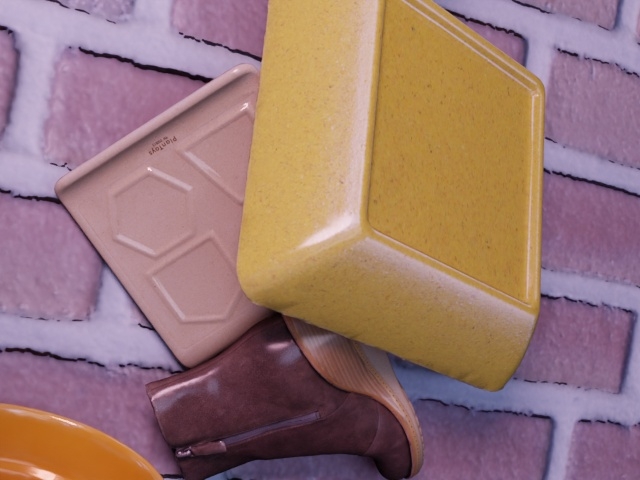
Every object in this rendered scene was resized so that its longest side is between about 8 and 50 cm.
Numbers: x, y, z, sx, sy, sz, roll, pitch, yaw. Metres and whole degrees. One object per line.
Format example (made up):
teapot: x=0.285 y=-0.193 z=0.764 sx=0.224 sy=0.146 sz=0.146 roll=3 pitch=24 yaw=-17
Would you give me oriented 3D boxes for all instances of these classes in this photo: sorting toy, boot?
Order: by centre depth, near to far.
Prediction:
sorting toy: x=-0.085 y=-0.017 z=0.923 sx=0.193 sy=0.038 sz=0.208 roll=-32 pitch=112 yaw=5
boot: x=-0.026 y=0.163 z=0.987 sx=0.207 sy=0.090 sz=0.248 roll=-26 pitch=130 yaw=-5

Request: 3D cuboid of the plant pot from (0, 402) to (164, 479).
plant pot: x=-0.234 y=0.246 z=0.807 sx=0.205 sy=0.205 sz=0.188 roll=14 pitch=101 yaw=-30

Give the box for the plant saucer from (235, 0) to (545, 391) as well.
plant saucer: x=0.092 y=-0.069 z=0.945 sx=0.333 sy=0.081 sz=0.333 roll=24 pitch=62 yaw=-39
